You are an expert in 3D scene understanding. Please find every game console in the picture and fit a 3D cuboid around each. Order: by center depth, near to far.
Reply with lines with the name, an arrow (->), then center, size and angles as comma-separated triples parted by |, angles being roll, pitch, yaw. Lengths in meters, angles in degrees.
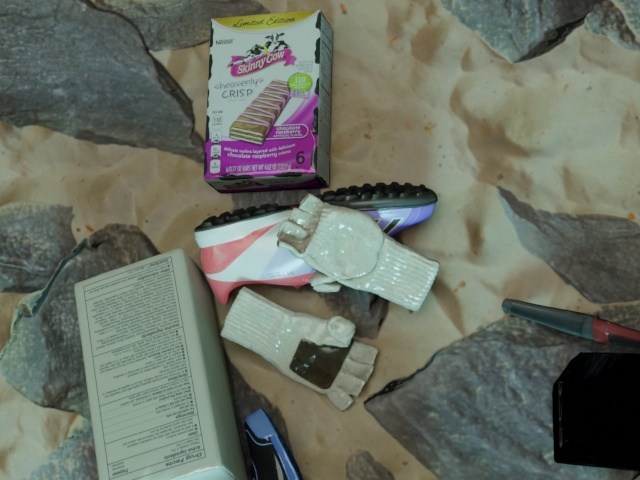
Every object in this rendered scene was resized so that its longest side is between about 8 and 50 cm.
game console -> 0.366, 0.311, 1.575 | 0.213, 0.044, 0.361 | -2, 87, 45

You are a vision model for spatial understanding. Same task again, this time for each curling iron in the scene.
curling iron -> 0.335, 0.094, 1.630 | 0.274, 0.035, 0.068 | 7, 109, 44

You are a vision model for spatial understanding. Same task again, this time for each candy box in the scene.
candy box -> -0.069, -0.187, 1.837 | 0.159, 0.071, 0.233 | -3, 75, 14

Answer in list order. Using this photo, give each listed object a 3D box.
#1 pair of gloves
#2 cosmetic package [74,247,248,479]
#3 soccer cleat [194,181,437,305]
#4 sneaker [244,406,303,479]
pair of gloves -> 0.010, 0.075, 1.712 | 0.204, 0.042, 0.240 | 33, 104, -3
cosmetic package -> -0.203, 0.182, 1.720 | 0.160, 0.113, 0.309 | -18, 60, 9
soccer cleat -> 0.000, 0.000, 1.767 | 0.318, 0.108, 0.116 | -11, 99, 6
sneaker -> -0.059, 0.326, 1.694 | 0.090, 0.081, 0.232 | -25, 72, -1
